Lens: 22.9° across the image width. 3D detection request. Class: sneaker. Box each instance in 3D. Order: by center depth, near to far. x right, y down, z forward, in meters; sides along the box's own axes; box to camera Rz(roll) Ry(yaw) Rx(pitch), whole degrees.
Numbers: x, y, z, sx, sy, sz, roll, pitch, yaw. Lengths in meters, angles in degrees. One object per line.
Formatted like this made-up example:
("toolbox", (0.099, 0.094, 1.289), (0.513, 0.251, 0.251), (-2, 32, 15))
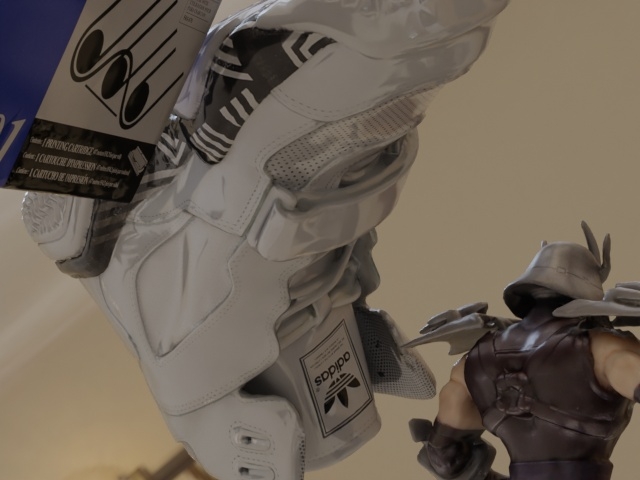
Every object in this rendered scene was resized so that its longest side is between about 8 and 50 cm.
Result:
("sneaker", (0.000, 0.000, 0.767), (0.366, 0.137, 0.210), (-28, 94, 53))

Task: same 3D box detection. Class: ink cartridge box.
("ink cartridge box", (-0.106, -0.069, 0.562), (0.046, 0.097, 0.207), (26, -175, 16))

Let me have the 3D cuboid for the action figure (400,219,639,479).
("action figure", (0.106, 0.128, 0.705), (0.099, 0.285, 0.185), (14, 162, -28))
